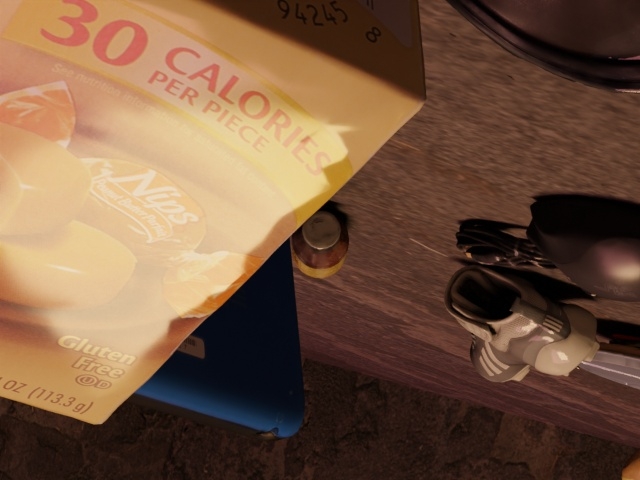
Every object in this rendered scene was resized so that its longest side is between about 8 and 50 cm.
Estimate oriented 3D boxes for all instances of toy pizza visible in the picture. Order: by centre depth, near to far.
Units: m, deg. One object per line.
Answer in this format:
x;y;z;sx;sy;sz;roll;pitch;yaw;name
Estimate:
0.296;0.106;1.246;0.201;0.032;0.201;16;173;2;toy pizza

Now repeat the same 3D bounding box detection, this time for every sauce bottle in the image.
0.000;0.000;1.097;0.042;0.042;0.128;17;171;2;sauce bottle

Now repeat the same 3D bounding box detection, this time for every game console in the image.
-0.163;-0.009;0.929;0.173;0.250;0.293;-19;154;30;game console

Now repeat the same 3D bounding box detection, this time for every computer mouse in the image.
0.126;0.010;0.862;0.071;0.041;0.242;18;174;-12;computer mouse

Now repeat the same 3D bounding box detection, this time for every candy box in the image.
-0.153;-0.067;0.395;0.316;0.088;0.183;21;136;-26;candy box

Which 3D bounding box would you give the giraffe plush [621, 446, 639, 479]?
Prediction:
0.388;0.211;1.393;0.181;0.170;0.210;6;125;35;giraffe plush

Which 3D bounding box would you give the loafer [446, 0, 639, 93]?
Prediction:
0.092;-0.065;0.340;0.170;0.062;0.061;20;138;37;loafer

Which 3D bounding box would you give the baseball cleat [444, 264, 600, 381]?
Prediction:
0.134;0.056;1.167;0.109;0.072;0.206;32;166;-9;baseball cleat
